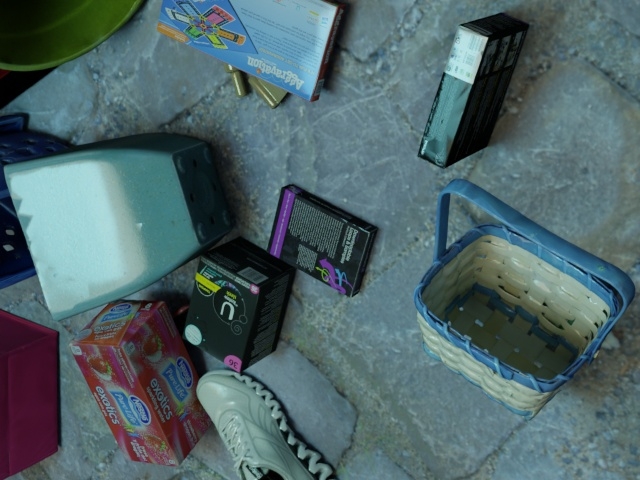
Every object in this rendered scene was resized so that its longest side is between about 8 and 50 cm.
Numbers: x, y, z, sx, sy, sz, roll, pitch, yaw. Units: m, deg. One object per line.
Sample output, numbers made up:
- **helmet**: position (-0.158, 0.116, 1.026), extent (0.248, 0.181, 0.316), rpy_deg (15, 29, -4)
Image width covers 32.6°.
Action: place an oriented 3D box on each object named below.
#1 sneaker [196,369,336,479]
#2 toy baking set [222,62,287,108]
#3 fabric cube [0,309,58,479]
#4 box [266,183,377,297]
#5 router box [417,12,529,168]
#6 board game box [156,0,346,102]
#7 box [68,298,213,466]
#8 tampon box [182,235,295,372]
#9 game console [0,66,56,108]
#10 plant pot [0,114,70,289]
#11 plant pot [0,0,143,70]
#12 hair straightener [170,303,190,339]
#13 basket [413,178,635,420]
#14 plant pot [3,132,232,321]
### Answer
- **sneaker**: position (-0.105, 0.328, 1.770), extent (0.292, 0.118, 0.110), rpy_deg (45, 127, 15)
- **toy baking set**: position (-0.078, -0.324, 1.587), extent (0.197, 0.030, 0.256), rpy_deg (-15, 97, 34)
- **fabric cube**: position (-0.666, 0.288, 2.046), extent (0.254, 0.259, 0.258), rpy_deg (16, 112, 30)
- **box**: position (0.000, 0.000, 1.642), extent (0.162, 0.029, 0.116), rpy_deg (29, 121, 24)
- **router box**: position (0.193, -0.189, 1.382), extent (0.046, 0.133, 0.178), rpy_deg (28, 119, 23)
- **board game box**: position (-0.105, -0.318, 1.570), extent (0.281, 0.027, 0.145), rpy_deg (28, 116, 21)
- **box**: position (-0.290, 0.235, 1.812), extent (0.123, 0.128, 0.256), rpy_deg (-1, 122, 32)
- **tampon box**: position (-0.128, 0.099, 1.715), extent (0.120, 0.101, 0.161), rpy_deg (28, 120, 24)
- **game console**: position (-0.617, -0.225, 1.785), extent (0.387, 0.342, 0.060), rpy_deg (-25, 95, 37)
- **plant pot**: position (-0.562, -0.072, 1.868), extent (0.212, 0.236, 0.236), rpy_deg (40, 128, 21)
- **plant pot**: position (-0.475, -0.502, 1.624), extent (0.353, 0.367, 0.366), rpy_deg (45, 126, 28)
- **hair straightener**: position (-0.269, 0.188, 1.874), extent (0.230, 0.047, 0.089), rpy_deg (-33, 86, 37)
- **basket**: position (0.242, 0.070, 1.375), extent (0.255, 0.201, 0.289), rpy_deg (35, 153, 19)
- **plant pot**: position (-0.286, -0.045, 1.698), extent (0.252, 0.247, 0.247), rpy_deg (-13, 98, 18)
